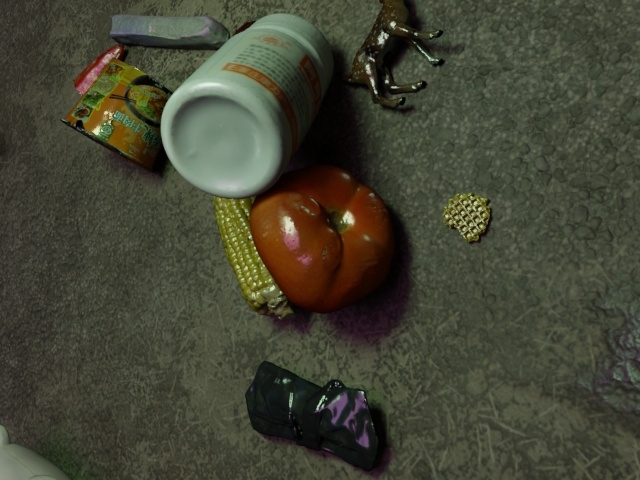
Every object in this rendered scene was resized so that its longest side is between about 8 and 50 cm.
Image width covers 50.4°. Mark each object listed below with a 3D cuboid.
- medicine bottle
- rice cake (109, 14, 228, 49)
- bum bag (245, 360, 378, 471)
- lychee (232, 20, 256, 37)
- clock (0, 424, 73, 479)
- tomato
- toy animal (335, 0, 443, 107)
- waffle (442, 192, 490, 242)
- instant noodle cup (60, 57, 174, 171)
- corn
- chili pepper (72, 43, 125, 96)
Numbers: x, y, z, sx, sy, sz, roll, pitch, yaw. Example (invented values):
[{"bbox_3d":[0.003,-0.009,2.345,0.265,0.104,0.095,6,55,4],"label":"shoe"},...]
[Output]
[{"bbox_3d":[-0.108,-0.245,1.177,0.211,0.211,0.371,-25,24,29],"label":"medicine bottle"},{"bbox_3d":[-0.372,-0.499,1.620,0.399,0.070,0.064,15,84,36],"label":"rice cake"},{"bbox_3d":[-0.022,0.299,1.193,0.310,0.074,0.137,7,94,37],"label":"bum bag"},{"bbox_3d":[-0.135,-0.381,1.395,0.129,0.123,0.123,-36,61,32],"label":"lychee"},{"bbox_3d":[-0.666,0.620,1.473,0.368,0.250,0.377,-49,63,18],"label":"clock"},{"bbox_3d":[0.003,-0.001,1.152,0.180,0.260,0.260,-47,51,54],"label":"tomato"},{"bbox_3d":[0.114,-0.389,1.238,0.260,0.087,0.243,45,105,30],"label":"toy animal"},{"bbox_3d":[0.238,-0.041,1.115,0.085,0.016,0.078,26,91,36],"label":"waffle"},{"bbox_3d":[-0.436,-0.286,1.538,0.230,0.230,0.182,28,86,36],"label":"instant noodle cup"},{"bbox_3d":[-0.123,0.002,1.300,0.130,0.130,0.347,-39,57,23],"label":"corn"},{"bbox_3d":[-0.559,-0.441,1.748,0.169,0.065,0.088,-43,59,16],"label":"chili pepper"}]
